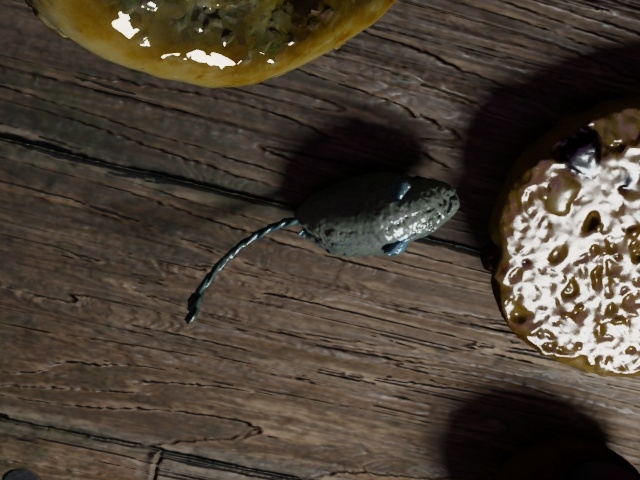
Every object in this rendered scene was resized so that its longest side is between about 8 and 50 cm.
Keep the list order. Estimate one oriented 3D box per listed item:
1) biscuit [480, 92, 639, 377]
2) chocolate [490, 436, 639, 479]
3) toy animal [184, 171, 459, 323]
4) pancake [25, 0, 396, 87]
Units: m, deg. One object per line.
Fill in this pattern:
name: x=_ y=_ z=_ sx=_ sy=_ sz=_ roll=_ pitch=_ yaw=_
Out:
biscuit: x=0.286 y=-0.005 z=1.277 sx=0.296 sy=0.075 sz=0.296 roll=-2 pitch=119 yaw=-3
chocolate: x=0.230 y=0.271 z=1.427 sx=0.177 sy=0.176 sz=0.176 roll=-1 pitch=124 yaw=-2
toy animal: x=-0.005 y=-0.006 z=1.262 sx=0.253 sy=0.079 sz=0.070 roll=-18 pitch=101 yaw=8
pancake: x=-0.049 y=-0.284 z=0.973 sx=0.387 sy=0.082 sz=0.386 roll=-14 pitch=116 yaw=-31
